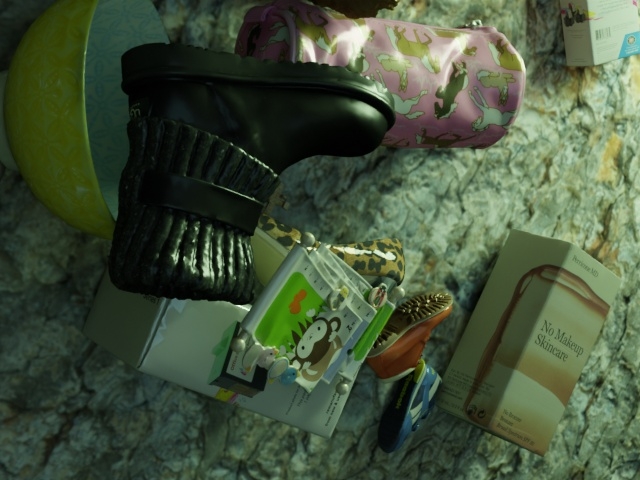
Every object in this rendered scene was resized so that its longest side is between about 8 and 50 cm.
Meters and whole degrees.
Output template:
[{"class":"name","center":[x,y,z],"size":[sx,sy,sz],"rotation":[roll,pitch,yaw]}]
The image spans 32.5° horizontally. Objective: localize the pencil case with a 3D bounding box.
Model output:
[{"class":"pencil case","center":[0.078,-0.213,1.434],"size":[0.386,0.160,0.167],"rotation":[0,61,-30]}]

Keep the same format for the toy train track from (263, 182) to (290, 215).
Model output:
[{"class":"toy train track","center":[-0.072,-0.062,1.450],"size":[0.083,0.014,0.048],"rotation":[30,82,-30]}]

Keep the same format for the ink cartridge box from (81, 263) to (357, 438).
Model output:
[{"class":"ink cartridge box","center":[-0.123,0.126,1.339],"size":[0.278,0.201,0.117],"rotation":[26,84,-31]}]

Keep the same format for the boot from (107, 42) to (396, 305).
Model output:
[{"class":"boot","center":[-0.067,-0.056,1.190],"size":[0.348,0.131,0.260],"rotation":[4,77,-30]}]

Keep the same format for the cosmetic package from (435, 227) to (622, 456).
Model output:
[{"class":"cosmetic package","center":[0.310,0.151,1.638],"size":[0.153,0.129,0.296],"rotation":[29,82,-37]}]

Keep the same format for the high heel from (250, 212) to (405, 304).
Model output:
[{"class":"high heel","center":[0.000,0.000,1.484],"size":[0.261,0.093,0.186],"rotation":[45,52,-16]}]

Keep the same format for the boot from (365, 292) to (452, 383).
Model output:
[{"class":"boot","center":[0.133,0.140,1.584],"size":[0.158,0.059,0.084],"rotation":[-34,117,-13]}]

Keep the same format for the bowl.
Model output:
[{"class":"bowl","center":[-0.272,-0.137,1.216],"size":[0.156,0.289,0.289],"rotation":[-2,102,12]}]

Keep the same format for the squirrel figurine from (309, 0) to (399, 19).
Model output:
[{"class":"squirrel figurine","center":[0.100,-0.470,1.308],"size":[0.281,0.397,0.370],"rotation":[22,49,-19]}]

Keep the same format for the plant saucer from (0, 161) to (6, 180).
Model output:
[{"class":"plant saucer","center":[-0.476,-0.123,1.185],"size":[0.278,0.041,0.277],"rotation":[-5,100,-30]}]

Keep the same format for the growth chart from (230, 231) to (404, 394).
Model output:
[{"class":"growth chart","center":[-0.001,0.092,1.237],"size":[0.237,0.021,0.172],"rotation":[34,81,-51]}]

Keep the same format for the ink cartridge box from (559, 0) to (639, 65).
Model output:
[{"class":"ink cartridge box","center":[0.422,-0.364,1.668],"size":[0.104,0.061,0.181],"rotation":[-18,107,-28]}]

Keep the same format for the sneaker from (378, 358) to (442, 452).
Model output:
[{"class":"sneaker","center":[0.134,0.247,1.600],"size":[0.059,0.053,0.144],"rotation":[31,83,-33]}]
